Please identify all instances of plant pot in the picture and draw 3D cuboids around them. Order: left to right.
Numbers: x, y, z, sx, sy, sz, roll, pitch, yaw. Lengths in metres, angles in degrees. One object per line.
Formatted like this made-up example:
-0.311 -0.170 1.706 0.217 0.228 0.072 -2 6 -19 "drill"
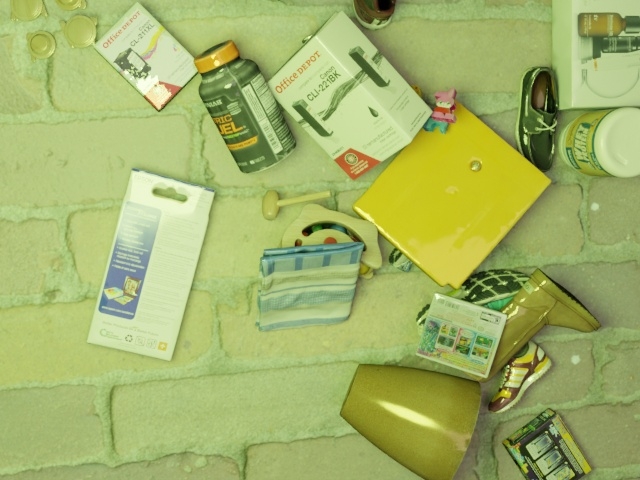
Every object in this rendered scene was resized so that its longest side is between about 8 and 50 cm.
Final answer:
0.179 0.366 1.626 0.254 0.237 0.237 22 93 4 "plant pot"

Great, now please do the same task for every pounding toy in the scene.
0.000 0.000 1.545 0.269 0.155 0.154 17 64 -7 "pounding toy"

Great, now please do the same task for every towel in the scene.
-0.026 0.099 1.543 0.209 0.285 0.034 -5 55 -10 "towel"

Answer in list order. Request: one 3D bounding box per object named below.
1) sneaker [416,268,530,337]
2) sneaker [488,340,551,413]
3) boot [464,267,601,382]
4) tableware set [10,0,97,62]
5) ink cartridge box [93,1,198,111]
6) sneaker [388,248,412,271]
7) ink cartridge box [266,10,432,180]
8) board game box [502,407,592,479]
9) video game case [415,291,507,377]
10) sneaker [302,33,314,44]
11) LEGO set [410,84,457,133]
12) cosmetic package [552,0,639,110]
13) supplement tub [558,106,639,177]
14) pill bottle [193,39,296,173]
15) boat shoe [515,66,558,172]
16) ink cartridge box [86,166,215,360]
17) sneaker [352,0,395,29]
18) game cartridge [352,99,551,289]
0.342 0.152 1.689 0.275 0.107 0.110 -26 119 -1 "sneaker"
0.433 0.308 1.729 0.185 0.069 0.084 -44 93 -9 "sneaker"
0.443 0.208 1.660 0.236 0.089 0.269 35 106 -24 "boot"
-0.521 -0.434 1.493 0.168 0.020 0.141 -13 93 1 "tableware set"
-0.341 -0.361 1.512 0.175 0.072 0.127 44 89 -12 "ink cartridge box"
0.207 0.011 1.664 0.058 0.052 0.135 42 86 -29 "sneaker"
0.053 -0.283 1.514 0.273 0.197 0.114 46 51 -10 "ink cartridge box"
0.526 0.500 1.771 0.141 0.048 0.170 -34 100 -6 "board game box"
0.294 0.198 1.599 0.157 0.019 0.143 17 101 9 "video game case"
0.004 -0.412 1.585 0.083 0.031 0.035 -10 99 -8 "sneaker"
0.198 -0.289 1.591 0.227 0.087 0.093 14 77 31 "LEGO set"
0.654 -0.475 1.654 0.284 0.097 0.377 -3 96 -11 "cosmetic package"
0.609 -0.207 1.625 0.144 0.199 0.144 -1 96 -10 "supplement tub"
-0.155 -0.265 1.501 0.130 0.130 0.246 -30 114 -5 "pill bottle"
0.477 -0.260 1.660 0.084 0.079 0.233 -5 99 -11 "boat shoe"
-0.346 0.050 1.564 0.175 0.069 0.371 15 96 -10 "ink cartridge box"
0.095 -0.569 1.515 0.106 0.162 0.281 -24 100 -6 "sneaker"
0.276 -0.096 1.618 0.285 0.053 0.324 42 88 6 "game cartridge"
